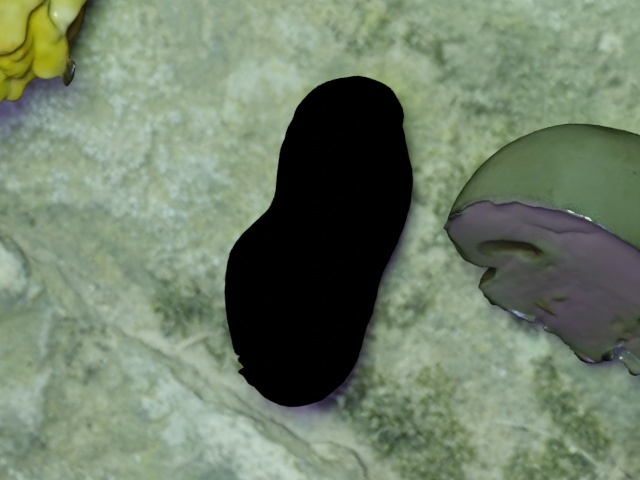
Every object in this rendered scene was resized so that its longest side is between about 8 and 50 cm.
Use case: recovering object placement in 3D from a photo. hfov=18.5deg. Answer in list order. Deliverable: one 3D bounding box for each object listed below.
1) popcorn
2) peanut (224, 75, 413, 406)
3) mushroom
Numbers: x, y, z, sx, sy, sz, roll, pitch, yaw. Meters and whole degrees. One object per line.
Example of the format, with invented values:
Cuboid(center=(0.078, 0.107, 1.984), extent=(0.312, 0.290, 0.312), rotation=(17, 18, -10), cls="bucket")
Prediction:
Cuboid(center=(-0.201, -0.163, 1.226), extent=(0.152, 0.148, 0.167), rotation=(21, 116, -13), cls="popcorn")
Cuboid(center=(0.000, 0.000, 1.233), extent=(0.099, 0.090, 0.214), rotation=(30, 106, 37), cls="peanut")
Cuboid(center=(0.178, -0.002, 1.178), extent=(0.188, 0.141, 0.117), rotation=(36, 72, -4), cls="mushroom")
